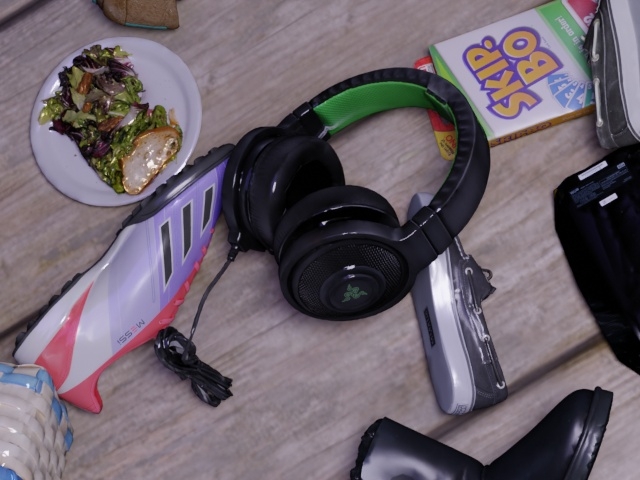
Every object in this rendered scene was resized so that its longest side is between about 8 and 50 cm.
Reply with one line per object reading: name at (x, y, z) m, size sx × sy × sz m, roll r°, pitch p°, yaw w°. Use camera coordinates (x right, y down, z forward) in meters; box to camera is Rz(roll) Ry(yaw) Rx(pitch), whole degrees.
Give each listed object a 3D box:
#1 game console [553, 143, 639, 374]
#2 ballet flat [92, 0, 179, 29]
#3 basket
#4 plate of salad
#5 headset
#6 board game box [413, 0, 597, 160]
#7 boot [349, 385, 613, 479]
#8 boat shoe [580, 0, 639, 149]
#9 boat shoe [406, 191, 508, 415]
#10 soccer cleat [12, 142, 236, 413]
game console at (0.409, -0.034, 1.176) m, size 0.361 × 0.044 × 0.213 m, roll -30°, pitch 73°, yaw 20°
ballet flat at (-0.136, -0.386, 1.385) m, size 0.124 × 0.116 × 0.342 m, roll 23°, pitch 81°, yaw -6°
basket at (-0.374, 0.256, 1.198) m, size 0.255 × 0.201 × 0.289 m, roll 12°, pitch 50°, yaw 13°
plate of salad at (-0.230, -0.136, 1.363) m, size 0.200 × 0.048 × 0.199 m, roll -2°, pitch 77°, yaw 10°
headset at (0.000, 0.000, 1.234) m, size 0.394 × 0.185 × 0.243 m, roll -40°, pitch 45°, yaw -4°
board game box at (0.232, -0.181, 1.290) m, size 0.259 × 0.039 × 0.124 m, roll -20°, pitch 74°, yaw 13°
boot at (0.139, 0.214, 1.162) m, size 0.207 × 0.094 × 0.246 m, roll 24°, pitch 106°, yaw 13°
boat shoe at (0.291, -0.196, 1.219) m, size 0.070 × 0.078 × 0.219 m, roll -17°, pitch 63°, yaw 39°
boat shoe at (0.141, 0.059, 1.238) m, size 0.076 × 0.080 × 0.228 m, roll -5°, pitch 70°, yaw -15°
soccer cleat at (-0.177, 0.036, 1.294) m, size 0.116 × 0.108 × 0.318 m, roll 43°, pitch 86°, yaw -3°
